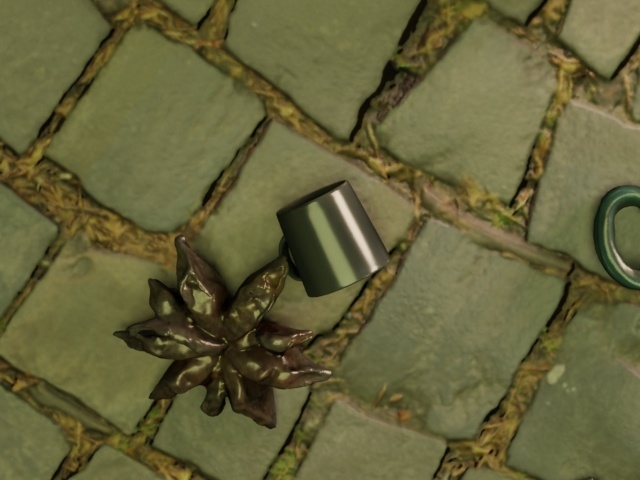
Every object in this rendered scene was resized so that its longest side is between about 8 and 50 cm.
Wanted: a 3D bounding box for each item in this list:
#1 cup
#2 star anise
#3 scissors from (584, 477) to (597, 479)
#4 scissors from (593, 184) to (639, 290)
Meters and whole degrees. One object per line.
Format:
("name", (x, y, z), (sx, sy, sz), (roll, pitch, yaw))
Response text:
("cup", (0.000, 0.000, 0.954), (0.100, 0.078, 0.077), (-19, 100, 40))
("star anise", (-0.079, 0.090, 0.976), (0.182, 0.065, 0.195), (31, 113, -5))
("scissors", (0.093, 0.296, 1.045), (0.360, 0.029, 0.191), (-25, 101, 10))
("scissors", (0.331, 0.077, 0.940), (0.138, 0.041, 0.289), (-20, 87, 5))
